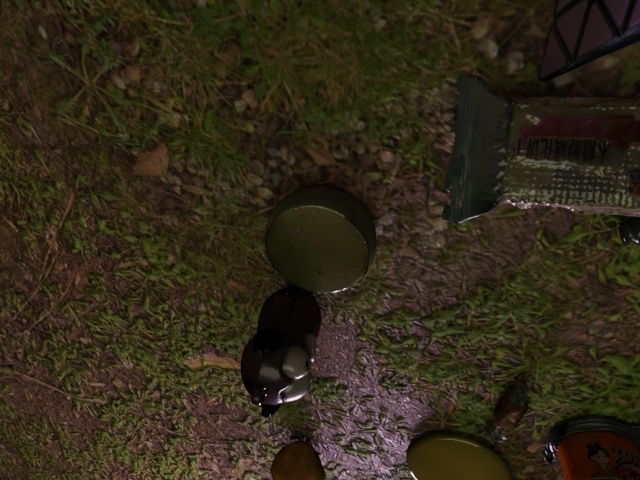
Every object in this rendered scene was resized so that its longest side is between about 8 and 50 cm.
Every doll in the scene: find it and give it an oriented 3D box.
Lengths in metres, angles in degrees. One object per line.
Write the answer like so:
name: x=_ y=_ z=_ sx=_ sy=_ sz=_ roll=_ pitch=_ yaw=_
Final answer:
doll: x=-0.063 y=0.176 z=0.748 sx=0.118 sy=0.257 sz=0.181 roll=3 pitch=122 yaw=8

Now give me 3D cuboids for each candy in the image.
candy: x=0.370 y=0.333 z=0.836 sx=0.047 sy=0.053 sz=0.182 roll=12 pitch=127 yaw=2

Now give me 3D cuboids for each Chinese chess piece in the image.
Chinese chess piece: x=0.000 y=0.000 z=0.724 sx=0.189 sy=0.083 sz=0.188 roll=7 pitch=123 yaw=10

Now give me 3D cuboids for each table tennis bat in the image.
table tennis bat: x=0.366 y=0.567 z=0.992 sx=0.369 sy=0.054 sz=0.224 roll=40 pitch=124 yaw=-4

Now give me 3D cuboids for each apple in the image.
apple: x=-0.060 y=0.586 z=1.084 sx=0.147 sy=0.146 sz=0.146 roll=9 pitch=124 yaw=13

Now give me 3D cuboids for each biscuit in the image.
biscuit: x=0.316 y=-0.099 z=0.519 sx=0.309 sy=0.079 sz=0.185 roll=7 pitch=99 yaw=13

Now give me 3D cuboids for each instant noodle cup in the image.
instant noodle cup: x=0.530 y=0.438 z=0.803 sx=0.178 sy=0.125 sz=0.208 roll=31 pitch=126 yaw=-2

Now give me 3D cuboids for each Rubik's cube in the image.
Rubik's cube: x=0.304 y=-0.219 z=0.424 sx=0.211 sy=0.178 sz=0.190 roll=30 pitch=129 yaw=-1

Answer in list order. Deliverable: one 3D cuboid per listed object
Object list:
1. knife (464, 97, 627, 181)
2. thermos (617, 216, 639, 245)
knife: x=0.317 y=-0.135 z=0.566 sx=0.261 sy=0.034 sz=0.063 roll=-22 pitch=99 yaw=22
thermos: x=0.492 y=-0.025 z=0.543 sx=0.188 sy=0.083 sz=0.073 roll=-16 pitch=137 yaw=28
